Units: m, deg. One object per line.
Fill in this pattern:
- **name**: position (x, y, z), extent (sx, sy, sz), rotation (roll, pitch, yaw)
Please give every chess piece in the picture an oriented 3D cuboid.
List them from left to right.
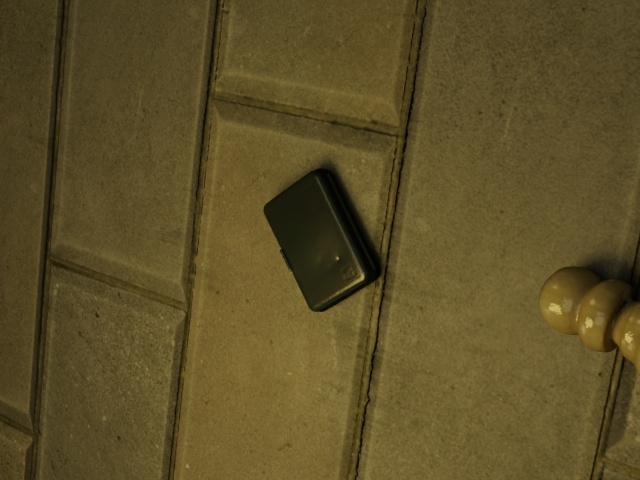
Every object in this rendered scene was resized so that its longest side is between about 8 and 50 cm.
- **chess piece**: position (0.447, 0.118, 1.487), extent (0.261, 0.142, 0.143), rotation (25, 110, 39)

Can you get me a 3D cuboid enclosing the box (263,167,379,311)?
- **box**: position (0.000, 0.000, 1.832), extent (0.160, 0.050, 0.230), rotation (-34, 77, 34)
